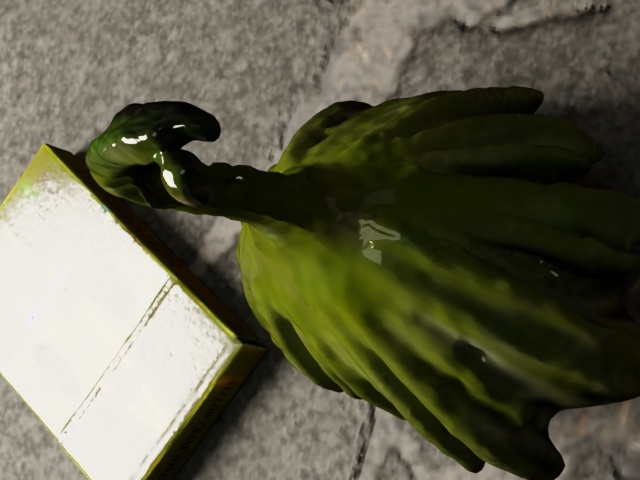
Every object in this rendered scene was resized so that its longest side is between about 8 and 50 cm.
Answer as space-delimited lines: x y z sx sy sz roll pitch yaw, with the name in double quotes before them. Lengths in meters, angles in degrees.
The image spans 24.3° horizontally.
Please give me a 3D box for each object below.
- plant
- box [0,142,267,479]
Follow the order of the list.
"plant" 0.008 -0.034 0.627 0.251 0.333 0.180 8 70 44
"box" -0.130 0.048 0.854 0.193 0.030 0.121 42 103 30
